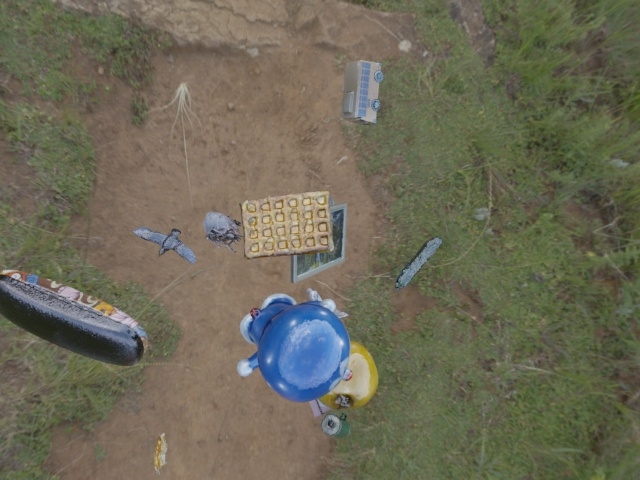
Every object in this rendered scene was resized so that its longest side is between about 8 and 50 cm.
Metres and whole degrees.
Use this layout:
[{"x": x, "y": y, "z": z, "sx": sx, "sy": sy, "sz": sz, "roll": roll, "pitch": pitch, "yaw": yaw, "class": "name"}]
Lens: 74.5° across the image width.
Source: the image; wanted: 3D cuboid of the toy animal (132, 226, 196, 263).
[{"x": -0.495, "y": 0.009, "z": 1.370, "sx": 0.220, "sy": 0.108, "sz": 0.062, "roll": 29, "pitch": 117, "yaw": -2, "class": "toy animal"}]

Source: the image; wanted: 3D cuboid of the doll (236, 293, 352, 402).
[{"x": -0.051, "y": 0.187, "z": 0.760, "sx": 0.215, "sy": 0.257, "sz": 0.161, "roll": -49, "pitch": 116, "yaw": -8, "class": "doll"}]

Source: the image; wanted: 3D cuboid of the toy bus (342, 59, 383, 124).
[{"x": 0.125, "y": -0.455, "z": 1.304, "sx": 0.103, "sy": 0.091, "sz": 0.182, "roll": -4, "pitch": 105, "yaw": -33, "class": "toy bus"}]

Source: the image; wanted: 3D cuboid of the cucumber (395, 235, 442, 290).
[{"x": 0.304, "y": 0.066, "z": 1.314, "sx": 0.256, "sy": 0.043, "sz": 0.044, "roll": -42, "pitch": 111, "yaw": -33, "class": "cucumber"}]

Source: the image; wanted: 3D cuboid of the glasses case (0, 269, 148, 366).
[{"x": -0.490, "y": 0.152, "z": 0.817, "sx": 0.321, "sy": 0.122, "sz": 0.082, "roll": 22, "pitch": 42, "yaw": 2, "class": "glasses case"}]

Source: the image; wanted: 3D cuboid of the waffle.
[{"x": -0.054, "y": -0.024, "z": 0.680, "sx": 0.148, "sy": 0.042, "sz": 0.102, "roll": -6, "pitch": 82, "yaw": 5, "class": "waffle"}]

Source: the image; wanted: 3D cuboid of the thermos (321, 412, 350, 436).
[{"x": 0.065, "y": 0.709, "z": 1.611, "sx": 0.073, "sy": 0.188, "sz": 0.083, "roll": -14, "pitch": 58, "yaw": 13, "class": "thermos"}]

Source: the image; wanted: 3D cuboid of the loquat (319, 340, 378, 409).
[{"x": 0.097, "y": 0.526, "z": 1.679, "sx": 0.274, "sy": 0.275, "sz": 0.275, "roll": 1, "pitch": 86, "yaw": -13, "class": "loquat"}]

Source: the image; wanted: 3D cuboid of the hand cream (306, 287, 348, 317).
[{"x": 0.017, "y": 0.299, "z": 1.970, "sx": 0.084, "sy": 0.257, "sz": 0.050, "roll": 4, "pitch": 112, "yaw": -47, "class": "hand cream"}]

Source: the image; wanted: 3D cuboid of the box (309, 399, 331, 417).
[{"x": -0.009, "y": 0.677, "z": 1.918, "sx": 0.086, "sy": 0.215, "sz": 0.215, "roll": -24, "pitch": 71, "yaw": 2, "class": "box"}]

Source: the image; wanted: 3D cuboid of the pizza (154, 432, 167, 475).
[{"x": -0.329, "y": 0.442, "z": 0.869, "sx": 0.016, "sy": 0.037, "sz": 0.083, "roll": 9, "pitch": 80, "yaw": -47, "class": "pizza"}]

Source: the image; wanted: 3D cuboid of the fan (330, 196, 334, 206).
[{"x": 0.018, "y": -0.115, "z": 1.742, "sx": 0.113, "sy": 0.005, "sz": 0.175, "roll": 37, "pitch": 57, "yaw": -45, "class": "fan"}]

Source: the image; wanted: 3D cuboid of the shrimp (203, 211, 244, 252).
[{"x": -0.391, "y": -0.027, "z": 1.717, "sx": 0.116, "sy": 0.343, "sz": 0.145, "roll": 5, "pitch": 101, "yaw": -40, "class": "shrimp"}]

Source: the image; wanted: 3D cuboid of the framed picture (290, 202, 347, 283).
[{"x": 0.000, "y": 0.000, "z": 1.505, "sx": 0.324, "sy": 0.020, "sz": 0.241, "roll": -17, "pitch": 114, "yaw": -53, "class": "framed picture"}]
